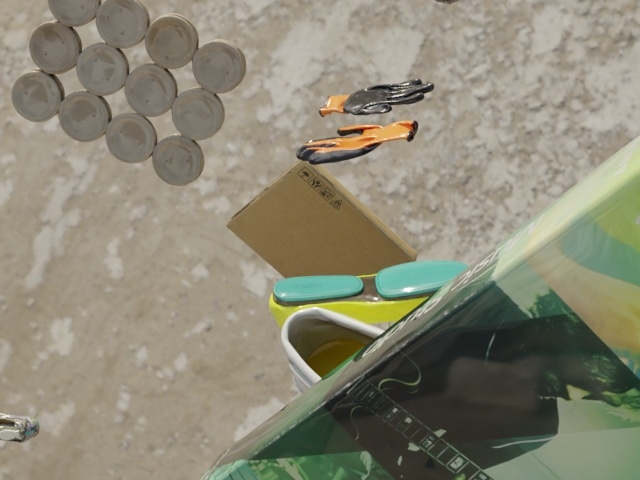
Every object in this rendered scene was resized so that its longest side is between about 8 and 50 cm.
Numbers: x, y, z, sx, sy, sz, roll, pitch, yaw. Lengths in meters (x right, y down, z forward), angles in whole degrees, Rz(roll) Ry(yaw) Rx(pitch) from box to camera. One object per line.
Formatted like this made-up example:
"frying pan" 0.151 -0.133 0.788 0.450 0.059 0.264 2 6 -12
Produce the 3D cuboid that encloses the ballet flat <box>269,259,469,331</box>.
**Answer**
"ballet flat" 0.059 0.072 1.212 0.231 0.077 0.077 -6 27 4

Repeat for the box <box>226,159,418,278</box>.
"box" 0.000 0.000 1.419 0.164 0.201 0.021 -37 19 34

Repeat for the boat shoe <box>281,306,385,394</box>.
"boat shoe" 0.096 0.154 1.050 0.136 0.156 0.367 -46 47 -16

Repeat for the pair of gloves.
"pair of gloves" 0.027 -0.069 0.632 0.074 0.010 0.083 -8 32 26

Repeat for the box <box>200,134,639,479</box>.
"box" 0.108 0.124 0.473 0.322 0.232 0.058 -43 4 38

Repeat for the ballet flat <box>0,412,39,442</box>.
"ballet flat" -0.430 0.251 1.454 0.114 0.041 0.041 -2 61 26

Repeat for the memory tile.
"memory tile" -0.134 -0.112 0.759 0.148 0.012 0.113 25 107 1

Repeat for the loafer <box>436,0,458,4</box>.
"loafer" 0.118 -0.297 0.919 0.130 0.366 0.134 -29 84 -10
